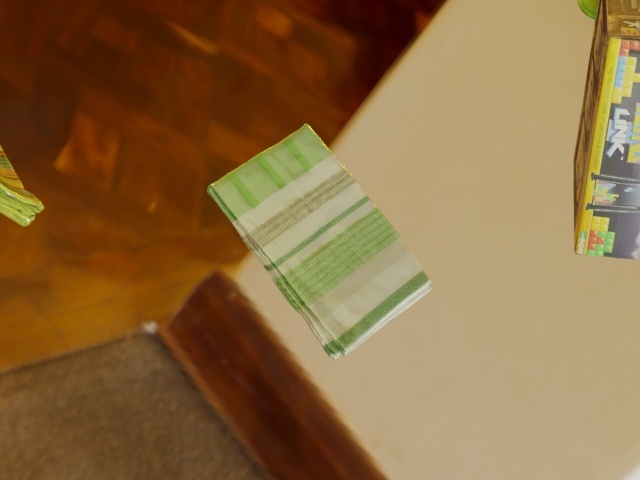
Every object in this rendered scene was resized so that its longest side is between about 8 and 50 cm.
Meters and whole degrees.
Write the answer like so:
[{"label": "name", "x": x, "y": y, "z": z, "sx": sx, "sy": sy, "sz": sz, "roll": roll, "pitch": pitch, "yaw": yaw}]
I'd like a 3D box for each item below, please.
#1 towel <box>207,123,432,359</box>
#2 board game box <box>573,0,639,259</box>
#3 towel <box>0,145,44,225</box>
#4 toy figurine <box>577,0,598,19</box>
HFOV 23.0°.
[{"label": "towel", "x": 0.000, "y": 0.000, "z": 1.111, "sx": 0.113, "sy": 0.023, "sz": 0.152, "roll": -34, "pitch": 84, "yaw": -41}, {"label": "board game box", "x": 0.212, "y": -0.095, "z": 1.102, "sx": 0.048, "sy": 0.170, "sz": 0.141, "roll": 6, "pitch": 34, "yaw": 4}, {"label": "towel", "x": -0.263, "y": -0.109, "z": 1.054, "sx": 0.102, "sy": 0.021, "sz": 0.237, "roll": 40, "pitch": 12, "yaw": -52}, {"label": "toy figurine", "x": 0.390, "y": -0.317, "z": 1.884, "sx": 0.130, "sy": 0.159, "sz": 0.173, "roll": -32, "pitch": 57, "yaw": -22}]
